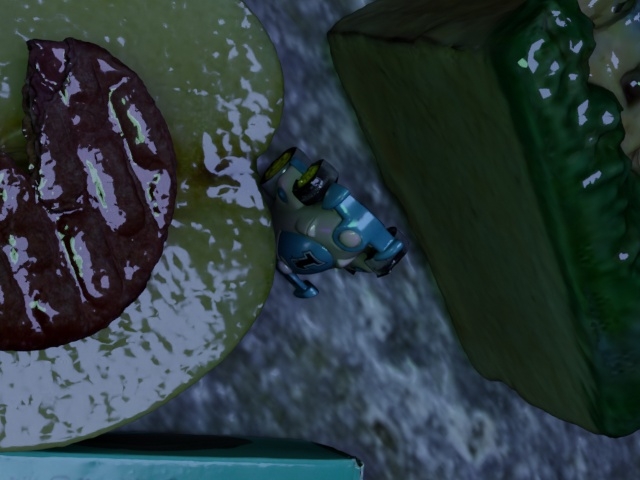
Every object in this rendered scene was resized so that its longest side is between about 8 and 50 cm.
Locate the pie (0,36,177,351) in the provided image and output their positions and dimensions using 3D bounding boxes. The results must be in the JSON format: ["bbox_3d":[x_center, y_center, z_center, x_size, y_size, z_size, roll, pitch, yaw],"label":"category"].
[{"bbox_3d":[-0.200,-0.030,0.775,0.218,0.054,0.204,-6,91,-28],"label":"pie"}]

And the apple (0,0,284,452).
[{"bbox_3d":[-0.205,-0.041,0.848,0.360,0.312,0.320,-1,133,-28],"label":"apple"}]

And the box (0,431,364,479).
[{"bbox_3d":[-0.134,0.263,0.965,0.311,0.118,0.205,5,91,-21],"label":"box"}]

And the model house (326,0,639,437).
[{"bbox_3d":[0.261,-0.083,1.011,0.342,0.334,0.382,-29,111,-17],"label":"model house"}]

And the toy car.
[{"bbox_3d":[0.000,0.000,0.997,0.126,0.161,0.098,43,87,-18],"label":"toy car"}]
